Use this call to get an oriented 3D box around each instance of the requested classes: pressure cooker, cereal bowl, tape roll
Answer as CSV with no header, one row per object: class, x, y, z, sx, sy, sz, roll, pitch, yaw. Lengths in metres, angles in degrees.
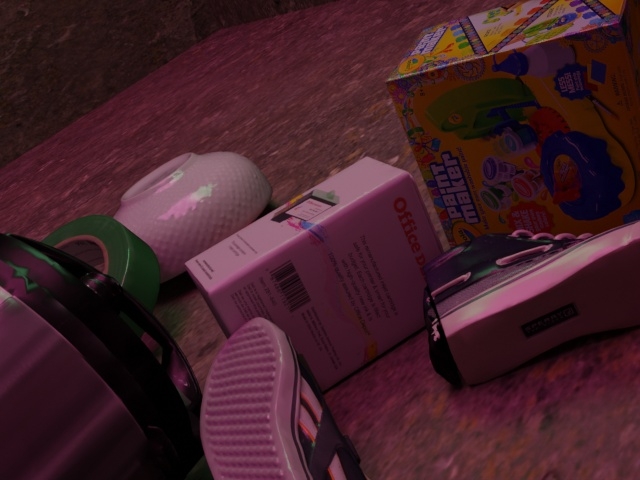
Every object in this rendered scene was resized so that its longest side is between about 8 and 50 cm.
pressure cooker,-0.339,0.200,0.818,0.376,0.369,0.420,6,43,41
cereal bowl,-0.265,-0.062,1.458,0.339,0.141,0.339,-29,19,11
tape roll,-0.401,0.111,1.247,0.321,0.077,0.321,-21,47,24

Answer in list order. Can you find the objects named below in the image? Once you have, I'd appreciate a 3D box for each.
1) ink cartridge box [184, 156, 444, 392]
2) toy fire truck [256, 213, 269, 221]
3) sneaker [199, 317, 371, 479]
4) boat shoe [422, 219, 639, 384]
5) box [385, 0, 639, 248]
ink cartridge box,0.008,0.052,0.979,0.278,0.201,0.117,-31,26,-12
toy fire truck,-0.114,0.011,1.293,0.192,0.047,0.135,-42,9,-30
sneaker,-0.034,0.215,0.776,0.126,0.127,0.321,-41,32,16
boat shoe,0.267,0.027,0.879,0.341,0.127,0.158,-22,33,9
box,0.280,-0.142,1.007,0.279,0.289,0.177,-8,31,32
